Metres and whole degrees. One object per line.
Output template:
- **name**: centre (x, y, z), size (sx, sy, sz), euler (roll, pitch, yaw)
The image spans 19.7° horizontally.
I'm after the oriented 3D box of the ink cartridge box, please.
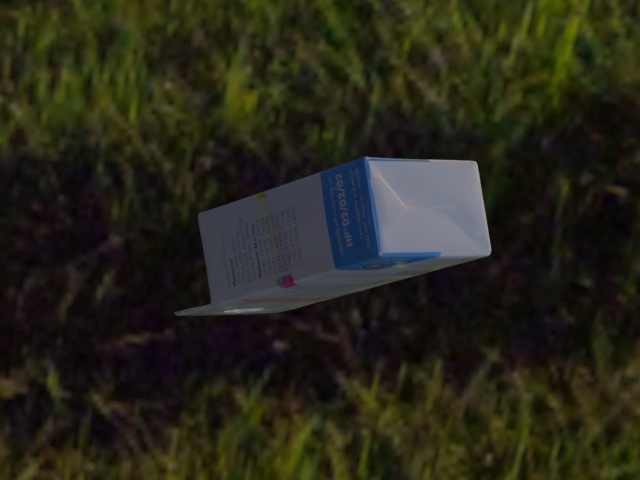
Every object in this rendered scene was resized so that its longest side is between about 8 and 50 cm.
- **ink cartridge box**: centre (0.000, 0.000, 1.124), size (0.181, 0.061, 0.104), euler (-17, -12, 42)
